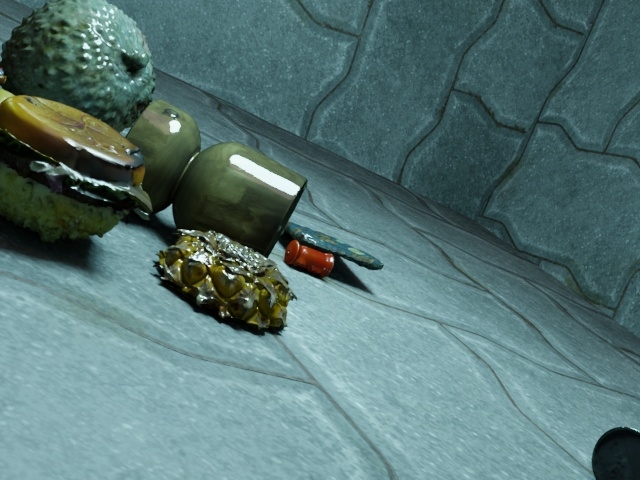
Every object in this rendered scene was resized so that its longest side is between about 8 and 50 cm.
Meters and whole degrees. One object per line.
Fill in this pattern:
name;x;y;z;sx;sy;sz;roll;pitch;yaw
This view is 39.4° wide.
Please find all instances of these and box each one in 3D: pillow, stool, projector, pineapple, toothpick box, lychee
pillow;-0.001;0.000;1.751;0.189;0.034;0.255;23;3;-23
stool;-0.173;-0.079;1.384;0.264;0.179;0.179;29;11;0
projector;0.546;0.354;1.381;0.338;0.108;0.108;19;14;-42
pineapple;-0.122;0.045;1.219;0.225;0.076;0.225;29;10;-6
toothpick box;-0.022;0.033;1.599;0.083;0.047;0.047;22;13;-28
lychee;-0.428;-0.302;1.590;0.274;0.255;0.255;-11;-7;25

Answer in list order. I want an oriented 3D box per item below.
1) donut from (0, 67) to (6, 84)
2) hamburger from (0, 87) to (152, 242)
donut;-0.625;-0.285;1.439;0.235;0.089;0.235;27;11;-5
hamburger;-0.328;-0.085;1.124;0.262;0.138;0.243;22;14;-28
